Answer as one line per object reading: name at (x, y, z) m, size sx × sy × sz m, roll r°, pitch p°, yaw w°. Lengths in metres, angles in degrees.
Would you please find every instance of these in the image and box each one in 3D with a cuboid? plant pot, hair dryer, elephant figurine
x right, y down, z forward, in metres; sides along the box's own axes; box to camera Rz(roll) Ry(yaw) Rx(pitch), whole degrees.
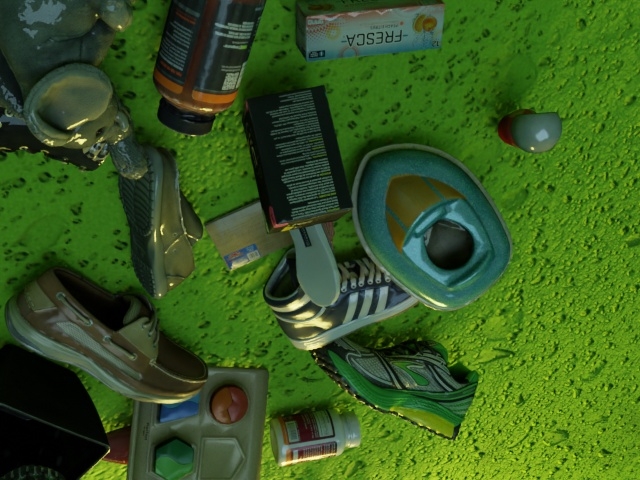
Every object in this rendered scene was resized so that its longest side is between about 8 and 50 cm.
plant pot at (-0.445, 0.267, 1.156) m, size 0.187 × 0.167 × 0.188 m, roll -44°, pitch 127°, yaw 14°
hair dryer at (-0.270, 0.394, 1.365) m, size 0.224 × 0.080 × 0.293 m, roll -42°, pitch 127°, yaw 14°
elephant figurine at (-0.275, -0.169, 0.844) m, size 0.186 × 0.169 × 0.239 m, roll 8°, pitch 111°, yaw -8°

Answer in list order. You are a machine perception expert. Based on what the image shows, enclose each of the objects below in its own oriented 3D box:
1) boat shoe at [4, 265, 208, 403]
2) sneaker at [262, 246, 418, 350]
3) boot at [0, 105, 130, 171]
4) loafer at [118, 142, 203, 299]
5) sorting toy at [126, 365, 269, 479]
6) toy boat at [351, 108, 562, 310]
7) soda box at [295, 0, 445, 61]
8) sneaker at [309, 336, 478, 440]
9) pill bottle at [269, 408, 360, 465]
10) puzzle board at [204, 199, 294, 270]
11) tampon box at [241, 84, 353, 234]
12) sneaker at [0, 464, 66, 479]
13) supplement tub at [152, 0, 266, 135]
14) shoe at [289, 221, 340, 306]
boat shoe at (-0.286, 0.139, 1.149) m, size 0.324 × 0.123 × 0.116 m, roll 31°, pitch 109°, yaw -35°
sneaker at (0.047, 0.056, 1.212) m, size 0.282 × 0.099 × 0.153 m, roll -29°, pitch 131°, yaw 7°
boot at (-0.360, -0.114, 0.951) m, size 0.179 × 0.085 × 0.236 m, roll 30°, pitch 104°, yaw -33°
loafer at (-0.213, -0.032, 1.078) m, size 0.087 × 0.094 × 0.251 m, roll -26°, pitch 144°, yaw -31°
sorting toy at (-0.198, 0.358, 1.284) m, size 0.229 × 0.041 × 0.307 m, roll 6°, pitch 87°, yaw -25°
toy boat at (0.199, -0.068, 1.115) m, size 0.267 × 0.148 × 0.318 m, roll 44°, pitch 94°, yaw -9°
soda box at (0.062, -0.273, 1.002) m, size 0.183 × 0.058 × 0.062 m, roll -8°, pitch 127°, yaw -12°
sneaker at (0.127, 0.218, 1.362) m, size 0.344 × 0.134 × 0.146 m, roll 27°, pitch 90°, yaw -30°
pill bottle at (-0.009, 0.350, 1.417) m, size 0.152 × 0.086 × 0.086 m, roll -6°, pitch 126°, yaw -14°
puzzle board at (-0.095, -0.015, 1.168) m, size 0.128 × 0.011 × 0.096 m, roll -24°, pitch 130°, yaw 0°
tampon box at (-0.033, -0.099, 1.012) m, size 0.102 × 0.120 × 0.160 m, roll -12°, pitch 86°, yaw -9°
sneaker at (-0.429, 0.359, 1.096) m, size 0.162 × 0.063 × 0.073 m, roll -8°, pitch 145°, yaw -8°
supplement tub at (-0.138, -0.226, 0.938) m, size 0.106 × 0.106 × 0.197 m, roll 9°, pitch 121°, yaw -24°
shoe at (0.000, 0.000, 1.130) m, size 0.064 × 0.081 × 0.177 m, roll -11°, pitch 104°, yaw 30°
